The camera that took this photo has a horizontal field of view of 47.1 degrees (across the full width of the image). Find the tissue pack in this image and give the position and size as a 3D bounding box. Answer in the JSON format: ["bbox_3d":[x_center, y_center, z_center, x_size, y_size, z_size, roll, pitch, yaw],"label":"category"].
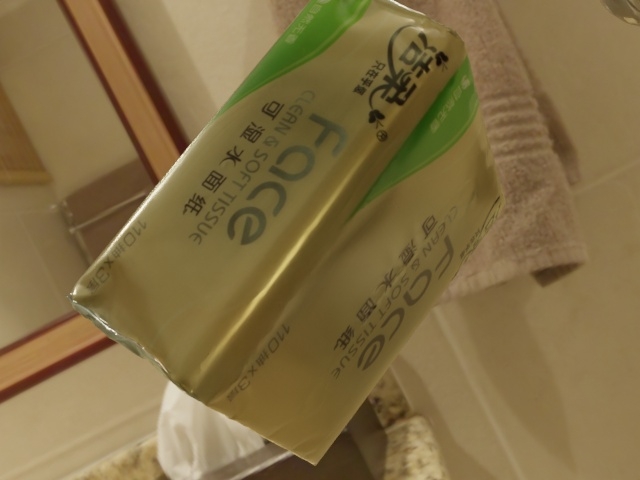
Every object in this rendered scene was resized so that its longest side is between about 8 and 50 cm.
[{"bbox_3d":[0.000,0.000,0.778,0.404,0.205,0.331,-52,-30,-10],"label":"tissue pack"}]

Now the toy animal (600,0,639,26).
[{"bbox_3d":[0.294,-0.254,0.552,0.325,0.154,0.208,-68,-4,-61],"label":"toy animal"}]
